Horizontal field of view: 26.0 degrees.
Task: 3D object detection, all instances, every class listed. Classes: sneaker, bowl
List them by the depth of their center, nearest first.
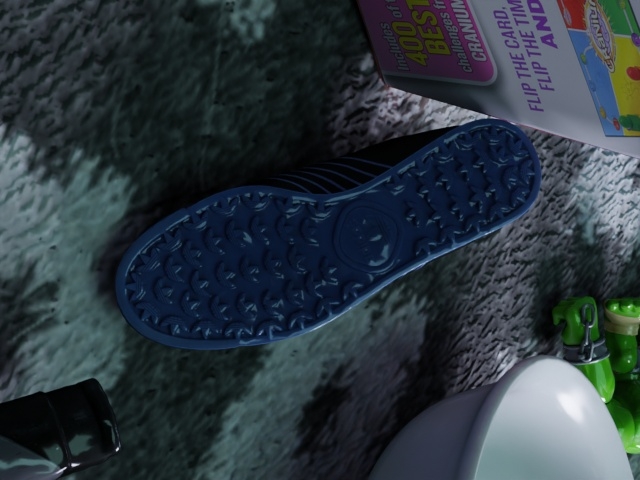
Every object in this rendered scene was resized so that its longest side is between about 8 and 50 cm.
[{"bbox_3d":[0.000,0.000,0.719,0.232,0.090,0.081,-18,89,-19],"label":"sneaker"},{"bbox_3d":[0.092,0.222,0.849,0.298,0.134,0.297,19,68,-57],"label":"bowl"}]

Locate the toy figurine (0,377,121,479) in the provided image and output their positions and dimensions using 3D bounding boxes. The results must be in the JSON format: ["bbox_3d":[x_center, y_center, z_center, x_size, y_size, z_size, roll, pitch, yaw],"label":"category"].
[{"bbox_3d":[-0.124,0.183,0.563,0.148,0.209,0.213,-19,129,-24],"label":"toy figurine"}]

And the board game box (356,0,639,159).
[{"bbox_3d":[0.134,-0.143,0.614,0.064,0.316,0.242,-46,137,-25],"label":"board game box"}]

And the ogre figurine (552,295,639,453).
[{"bbox_3d":[0.240,0.102,1.039,0.197,0.097,0.118,7,85,-65],"label":"ogre figurine"}]
